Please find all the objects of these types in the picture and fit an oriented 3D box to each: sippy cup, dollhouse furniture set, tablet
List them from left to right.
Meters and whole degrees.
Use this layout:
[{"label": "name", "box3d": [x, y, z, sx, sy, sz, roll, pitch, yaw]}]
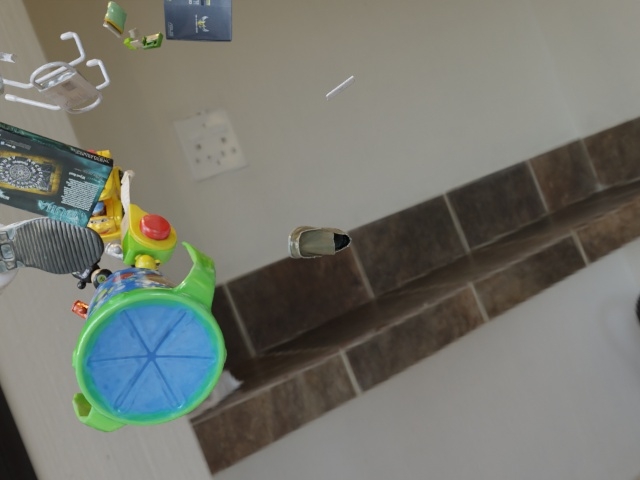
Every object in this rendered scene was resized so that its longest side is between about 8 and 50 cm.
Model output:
[{"label": "dollhouse furniture set", "box3d": [-0.474, -0.538, 1.963, 0.059, 0.076, 0.152, -2, -23, 32]}, {"label": "sippy cup", "box3d": [-0.298, 0.155, 1.302, 0.306, 0.240, 0.224, -23, 24, -13]}, {"label": "tablet", "box3d": [0.050, -0.378, 1.929, 0.083, 0.006, 0.054, -37, -5, 2]}]

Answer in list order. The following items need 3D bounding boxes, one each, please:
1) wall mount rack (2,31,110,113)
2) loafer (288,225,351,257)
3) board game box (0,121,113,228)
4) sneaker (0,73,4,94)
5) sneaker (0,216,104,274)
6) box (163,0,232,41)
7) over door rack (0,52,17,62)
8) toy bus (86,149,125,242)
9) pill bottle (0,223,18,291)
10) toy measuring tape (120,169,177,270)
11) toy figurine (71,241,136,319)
[{"label": "wall mount rack", "box3d": [-0.767, -0.444, 2.160, 0.304, 0.130, 0.350, -25, -9, 0]}, {"label": "loafer", "box3d": [0.000, 0.000, 2.259, 0.088, 0.094, 0.251, 3, 10, 37]}, {"label": "board game box", "box3d": [-0.422, -0.097, 1.160, 0.186, 0.026, 0.126, 19, -59, -25]}, {"label": "sneaker", "box3d": [-0.769, -0.311, 1.602, 0.232, 0.115, 0.090, -26, -5, -20]}, {"label": "sneaker", "box3d": [-0.587, 0.002, 1.646, 0.331, 0.122, 0.146, -2, 12, 18]}, {"label": "box", "box3d": [-0.330, -0.658, 2.090, 0.184, 0.232, 0.059, 1, 32, -4]}, {"label": "over door rack", "box3d": [-0.945, -0.403, 1.965, 0.108, 0.239, 0.324, 13, 1, 22]}, {"label": "toy bus", "box3d": [-0.586, -0.129, 2.014, 0.150, 0.220, 0.211, -9, -24, -8]}, {"label": "pill bottle", "box3d": [-0.991, 0.087, 2.238, 0.188, 0.187, 0.334, -22, -12, -48]}, {"label": "toy measuring tape", "box3d": [-0.387, -0.039, 1.743, 0.122, 0.121, 0.330, -21, 43, 2]}, {"label": "toy figurine", "box3d": [-0.566, 0.124, 2.112, 0.148, 0.212, 0.210, 20, 30, 32]}]
